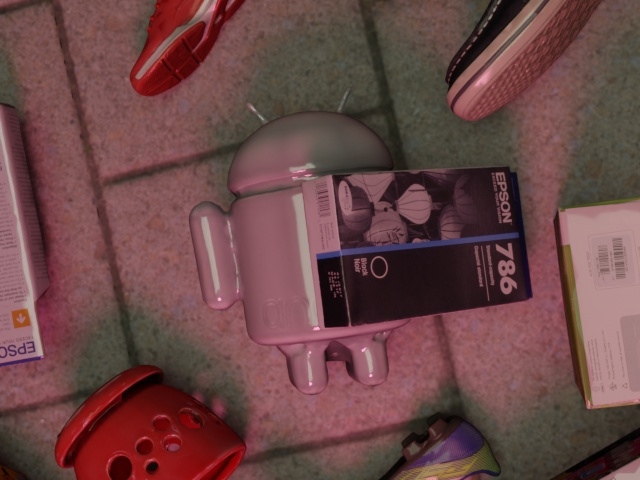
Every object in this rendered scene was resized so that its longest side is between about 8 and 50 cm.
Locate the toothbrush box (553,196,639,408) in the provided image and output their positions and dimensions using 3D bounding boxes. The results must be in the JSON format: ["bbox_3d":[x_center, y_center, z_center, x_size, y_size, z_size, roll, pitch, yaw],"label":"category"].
[{"bbox_3d":[0.328,0.063,1.262,0.122,0.283,0.206,-8,88,11],"label":"toothbrush box"}]

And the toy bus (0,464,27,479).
[{"bbox_3d":[-0.389,0.375,1.422,0.108,0.130,0.333,-47,53,-1],"label":"toy bus"}]

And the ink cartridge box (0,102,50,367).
[{"bbox_3d":[-0.519,0.016,1.479,0.324,0.071,0.330,-10,90,9],"label":"ink cartridge box"}]

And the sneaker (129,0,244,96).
[{"bbox_3d":[-0.192,-0.297,1.476,0.128,0.087,0.221,39,83,17],"label":"sneaker"}]

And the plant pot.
[{"bbox_3d":[-0.213,0.259,1.404,0.174,0.191,0.191,44,96,11],"label":"plant pot"}]

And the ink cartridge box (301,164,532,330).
[{"bbox_3d":[0.136,0.001,1.300,0.065,0.333,0.165,-11,86,53],"label":"ink cartridge box"}]

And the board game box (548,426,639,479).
[{"bbox_3d":[0.316,0.301,1.291,0.303,0.224,0.097,-31,81,8],"label":"board game box"}]

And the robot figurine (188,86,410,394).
[{"bbox_3d":[0.000,0.000,1.364,0.300,0.200,0.353,-8,87,-10],"label":"robot figurine"}]

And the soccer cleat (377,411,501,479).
[{"bbox_3d":[0.094,0.336,1.397,0.289,0.093,0.121,-44,88,7],"label":"soccer cleat"}]

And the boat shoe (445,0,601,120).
[{"bbox_3d":[0.277,-0.363,1.338,0.156,0.187,0.500,33,90,14],"label":"boat shoe"}]
